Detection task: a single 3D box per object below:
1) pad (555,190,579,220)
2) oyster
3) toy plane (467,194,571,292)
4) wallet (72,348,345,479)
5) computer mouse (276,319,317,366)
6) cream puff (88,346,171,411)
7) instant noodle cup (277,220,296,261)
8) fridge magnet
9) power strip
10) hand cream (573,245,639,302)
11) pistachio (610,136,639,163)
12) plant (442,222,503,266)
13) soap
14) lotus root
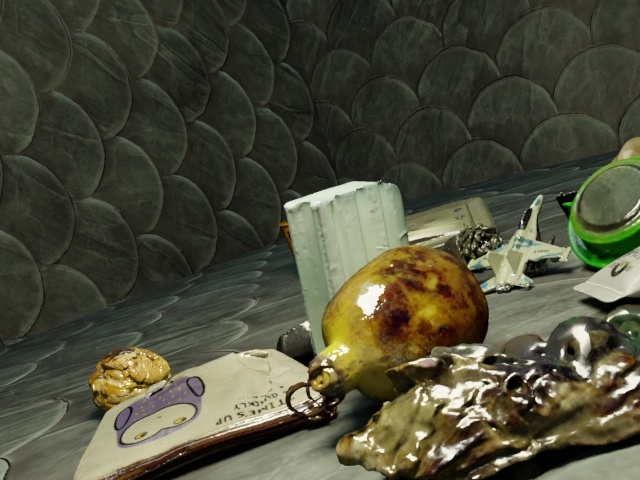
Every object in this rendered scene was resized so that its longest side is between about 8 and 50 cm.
[{"bbox_3d":[0.607,-0.084,1.433,0.265,0.009,0.159,-15,-34,26],"label":"pad"},{"bbox_3d":[0.186,0.129,0.694,0.361,0.096,0.221,-15,-1,1],"label":"oyster"},{"bbox_3d":[0.360,0.008,1.300,0.192,0.088,0.262,-9,24,41],"label":"toy plane"},{"bbox_3d":[-0.145,0.215,0.941,0.335,0.068,0.275,-19,8,-9],"label":"wallet"},{"bbox_3d":[0.030,0.137,1.126,0.217,0.073,0.122,-29,-14,2],"label":"computer mouse"},{"bbox_3d":[-0.313,0.225,1.215,0.133,0.104,0.119,-17,-1,-7],"label":"cream puff"},{"bbox_3d":[0.000,0.000,2.137,0.216,0.172,0.216,-18,5,2],"label":"instant noodle cup"},{"bbox_3d":[0.480,-0.048,1.165,0.208,0.088,0.208,-36,36,31],"label":"fridge magnet"},{"bbox_3d":[0.285,-0.006,1.749,0.257,0.092,0.251,-15,14,11],"label":"power strip"},{"bbox_3d":[0.494,0.015,0.970,0.314,0.089,0.140,-25,3,-1],"label":"hand cream"},{"bbox_3d":[0.681,-0.128,1.516,0.238,0.153,0.138,16,-4,-33],"label":"pistachio"},{"bbox_3d":[0.304,0.019,1.476,0.092,0.094,0.143,-4,-11,-20],"label":"plant"},{"bbox_3d":[0.050,0.055,0.995,0.150,0.261,0.094,-19,15,-34],"label":"soap"},{"bbox_3d":[0.099,0.097,0.861,0.314,0.169,0.141,-31,-21,-48],"label":"lotus root"}]
